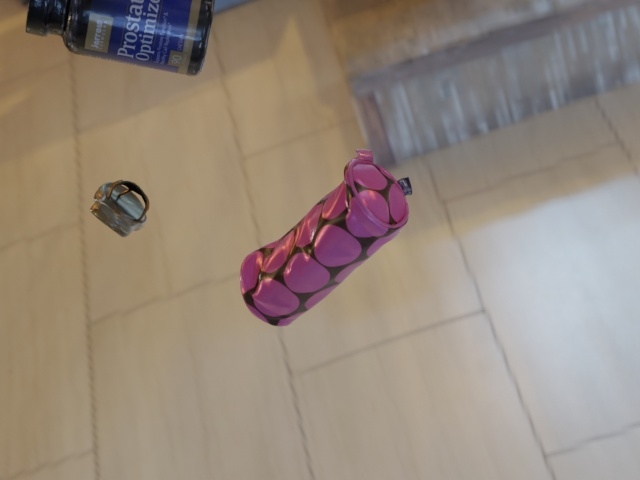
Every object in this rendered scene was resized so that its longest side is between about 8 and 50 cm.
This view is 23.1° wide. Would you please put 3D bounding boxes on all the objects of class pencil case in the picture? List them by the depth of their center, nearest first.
[{"bbox_3d":[0.000,0.000,1.615,0.209,0.095,0.098,-40,62,34],"label":"pencil case"}]

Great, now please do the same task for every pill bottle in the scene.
[{"bbox_3d":[-0.245,-0.279,1.920,0.219,0.122,0.123,10,36,-8],"label":"pill bottle"}]

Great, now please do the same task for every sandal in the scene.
[{"bbox_3d":[-0.238,-0.047,1.894,0.049,0.072,0.180,-54,6,7],"label":"sandal"}]
